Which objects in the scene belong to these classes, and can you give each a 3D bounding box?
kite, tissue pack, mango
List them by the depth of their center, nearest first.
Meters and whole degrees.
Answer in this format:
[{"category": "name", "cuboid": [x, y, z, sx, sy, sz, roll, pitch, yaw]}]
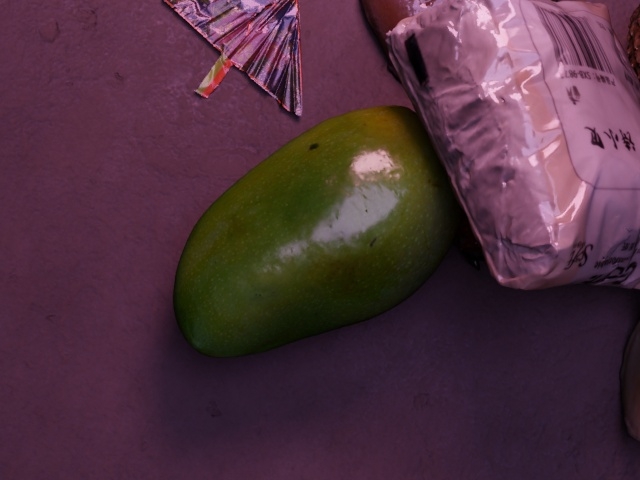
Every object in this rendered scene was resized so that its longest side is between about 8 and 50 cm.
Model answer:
[{"category": "tissue pack", "cuboid": [0.280, -0.114, 1.693, 0.375, 0.195, 0.390, 2, 63, -46]}, {"category": "mango", "cuboid": [0.000, 0.000, 1.721, 0.382, 0.201, 0.225, -36, 98, -11]}, {"category": "kite", "cuboid": [-0.098, -0.253, 1.839, 0.241, 0.014, 0.183, 37, 82, -1]}]

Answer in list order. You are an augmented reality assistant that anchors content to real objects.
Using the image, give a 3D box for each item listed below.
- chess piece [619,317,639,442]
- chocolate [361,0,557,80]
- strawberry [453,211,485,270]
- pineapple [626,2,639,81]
[{"category": "chess piece", "cuboid": [0.544, 0.178, 1.796, 0.330, 0.182, 0.182, 10, 81, -12]}, {"category": "chocolate", "cuboid": [0.180, -0.316, 1.850, 0.261, 0.083, 0.161, -29, 88, -11]}, {"category": "strawberry", "cuboid": [0.218, -0.054, 1.818, 0.192, 0.085, 0.140, -24, 84, -12]}, {"category": "pineapple", "cuboid": [0.428, -0.197, 1.863, 0.108, 0.108, 0.197, 4, 91, -7]}]
